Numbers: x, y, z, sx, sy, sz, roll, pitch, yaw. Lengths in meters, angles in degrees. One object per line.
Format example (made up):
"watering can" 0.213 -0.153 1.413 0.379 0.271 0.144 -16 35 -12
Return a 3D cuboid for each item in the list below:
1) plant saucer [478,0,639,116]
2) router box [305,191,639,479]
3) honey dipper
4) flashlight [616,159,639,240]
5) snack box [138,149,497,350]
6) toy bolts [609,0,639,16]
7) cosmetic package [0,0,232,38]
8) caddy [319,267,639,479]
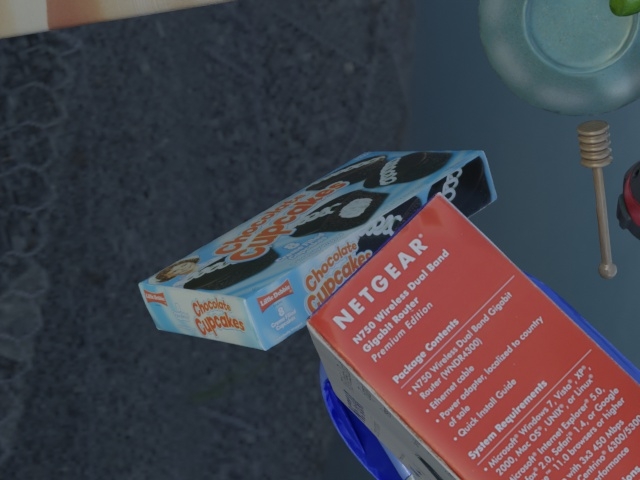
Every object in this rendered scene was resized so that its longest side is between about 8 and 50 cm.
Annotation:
"plant saucer" 0.243 -0.209 1.241 0.037 0.195 0.195 -51 124 -73
"router box" 0.132 0.141 0.685 0.301 0.082 0.335 45 -6 11
"honey dipper" 0.266 -0.035 1.259 0.030 0.030 0.161 -47 132 -48
"flashlight" 0.358 -0.083 1.317 0.304 0.103 0.103 74 36 -68
"snack box" 0.000 0.000 1.325 0.322 0.187 0.060 -32 111 -32
"toy bolts" 0.256 -0.339 1.087 0.228 0.158 0.218 43 69 0
"cosmetic package" -0.115 -0.232 0.917 0.129 0.296 0.153 -36 117 -61
"caddy" 0.153 0.183 1.154 0.341 0.241 0.179 43 56 4
